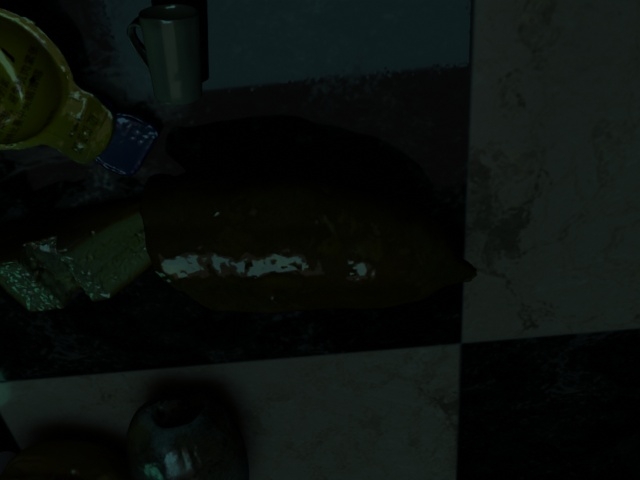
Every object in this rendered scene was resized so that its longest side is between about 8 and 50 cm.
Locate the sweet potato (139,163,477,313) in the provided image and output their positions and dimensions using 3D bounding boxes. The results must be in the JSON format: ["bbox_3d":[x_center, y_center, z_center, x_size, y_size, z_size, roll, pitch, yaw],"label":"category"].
[{"bbox_3d":[0.000,0.000,0.669,0.369,0.158,0.158,2,123,-5],"label":"sweet potato"}]

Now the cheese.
[{"bbox_3d":[-0.287,-0.137,0.619,0.250,0.064,0.156,27,120,-28],"label":"cheese"}]

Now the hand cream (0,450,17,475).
[{"bbox_3d":[-0.590,0.403,0.980,0.312,0.070,0.111,-22,123,22],"label":"hand cream"}]

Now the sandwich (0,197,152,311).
[{"bbox_3d":[-0.293,0.022,0.708,0.244,0.088,0.090,-12,127,6],"label":"sandwich"}]

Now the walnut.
[{"bbox_3d":[-0.359,0.368,0.892,0.206,0.159,0.159,19,121,-12],"label":"walnut"}]

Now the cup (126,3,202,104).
[{"bbox_3d":[-0.151,-0.178,0.600,0.074,0.055,0.083,0,126,-2],"label":"cup"}]

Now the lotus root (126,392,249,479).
[{"bbox_3d":[-0.177,0.351,0.898,0.157,0.140,0.322,-6,126,2],"label":"lotus root"}]
